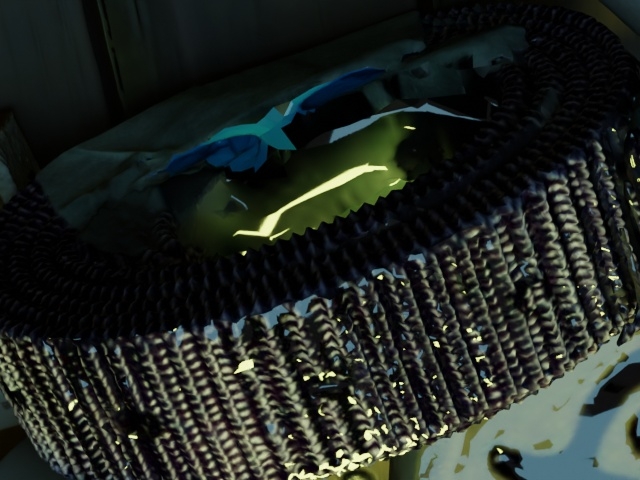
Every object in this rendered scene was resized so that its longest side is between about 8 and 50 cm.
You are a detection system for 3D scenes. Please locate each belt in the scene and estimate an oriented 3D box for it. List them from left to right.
[{"bbox_3d":[0.000,0.000,0.869,0.325,0.260,0.122,-20,117,6],"label":"belt"}]

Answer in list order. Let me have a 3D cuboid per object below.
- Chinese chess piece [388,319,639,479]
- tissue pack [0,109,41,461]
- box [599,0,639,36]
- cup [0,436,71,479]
[{"bbox_3d":[0.162,0.123,0.973,0.257,0.104,0.257,0,95,4],"label":"Chinese chess piece"},{"bbox_3d":[-0.230,0.050,1.002,0.226,0.092,0.183,-16,115,9],"label":"tissue pack"},{"bbox_3d":[0.101,-0.174,0.865,0.243,0.103,0.055,39,112,-16],"label":"box"},{"bbox_3d":[-0.071,0.191,0.895,0.226,0.185,0.241,29,149,10],"label":"cup"}]
